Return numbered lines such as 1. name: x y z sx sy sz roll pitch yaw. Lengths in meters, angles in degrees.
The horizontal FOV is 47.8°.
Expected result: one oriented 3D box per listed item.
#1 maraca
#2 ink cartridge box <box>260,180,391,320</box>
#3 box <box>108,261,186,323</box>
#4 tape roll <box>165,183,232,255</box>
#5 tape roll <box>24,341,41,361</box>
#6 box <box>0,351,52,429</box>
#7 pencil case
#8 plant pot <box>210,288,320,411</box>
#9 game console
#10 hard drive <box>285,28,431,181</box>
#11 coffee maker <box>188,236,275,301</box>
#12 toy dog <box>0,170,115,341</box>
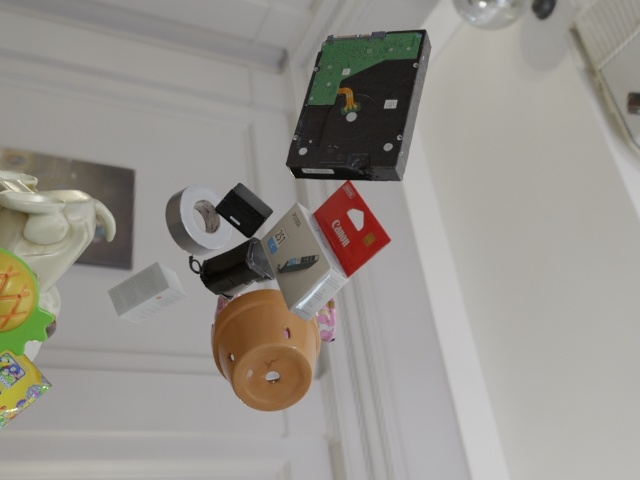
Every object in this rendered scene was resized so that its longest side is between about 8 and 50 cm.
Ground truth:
1. maraca: -0.503 0.097 1.137 0.099 0.127 0.185 25 -36 63
2. ink cartridge box: 0.000 0.000 1.642 0.261 0.066 0.296 -45 -146 12
3. box: -0.502 0.154 2.100 0.091 0.170 0.130 61 2 21
4. tape roll: -0.381 -0.065 2.276 0.072 0.219 0.219 -22 -120 34
5. tape roll: -0.962 0.218 2.104 0.392 0.072 0.392 -2 -94 26
6. box: -0.841 0.400 1.717 0.290 0.177 0.279 -30 -169 48
7. pencil case: -0.143 0.245 2.257 0.160 0.386 0.167 -149 -116 -70
8. plant pot: -0.132 0.298 1.842 0.203 0.291 0.290 -111 -144 -65
9. game console: -0.199 -0.079 1.893 0.107 0.122 0.071 -50 -176 -7
10. hard drive: 0.082 -0.277 1.471 0.237 0.064 0.339 3 -116 23
11. coffee maker: -0.226 0.073 1.922 0.178 0.171 0.120 -26 -117 34
12. toy dog: -0.756 0.053 1.857 0.285 0.395 0.407 26 -77 33
